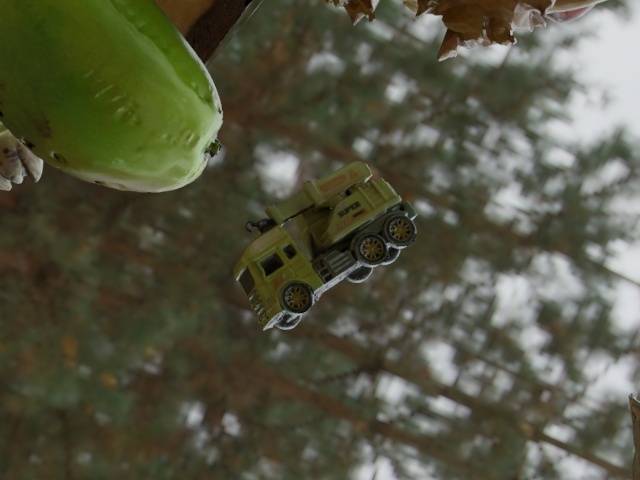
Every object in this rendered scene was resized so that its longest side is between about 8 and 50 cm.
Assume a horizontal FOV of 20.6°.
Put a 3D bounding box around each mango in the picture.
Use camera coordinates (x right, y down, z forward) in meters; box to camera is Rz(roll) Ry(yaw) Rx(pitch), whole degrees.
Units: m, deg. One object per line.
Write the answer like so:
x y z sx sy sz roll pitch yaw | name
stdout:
-0.160 -0.118 1.078 0.125 0.233 0.111 -48 -168 19 | mango

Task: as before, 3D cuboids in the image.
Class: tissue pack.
0.390 0.254 2.015 0.193 0.026 0.123 -134 -148 -77 | tissue pack

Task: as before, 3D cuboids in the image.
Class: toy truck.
0.000 0.000 1.563 0.169 0.100 0.077 -32 173 -16 | toy truck

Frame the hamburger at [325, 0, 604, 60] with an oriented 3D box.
0.077 -0.277 1.200 0.287 0.445 0.268 -60 162 -2 | hamburger

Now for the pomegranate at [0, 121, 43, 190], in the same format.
-0.342 -0.169 1.837 0.179 0.210 0.179 -40 -156 22 | pomegranate

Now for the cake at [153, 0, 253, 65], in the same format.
-0.103 -0.260 1.400 0.208 0.178 0.185 -57 -173 -27 | cake

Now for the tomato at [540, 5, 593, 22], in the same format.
0.199 -0.289 1.508 0.082 0.166 0.174 22 -104 45 | tomato
